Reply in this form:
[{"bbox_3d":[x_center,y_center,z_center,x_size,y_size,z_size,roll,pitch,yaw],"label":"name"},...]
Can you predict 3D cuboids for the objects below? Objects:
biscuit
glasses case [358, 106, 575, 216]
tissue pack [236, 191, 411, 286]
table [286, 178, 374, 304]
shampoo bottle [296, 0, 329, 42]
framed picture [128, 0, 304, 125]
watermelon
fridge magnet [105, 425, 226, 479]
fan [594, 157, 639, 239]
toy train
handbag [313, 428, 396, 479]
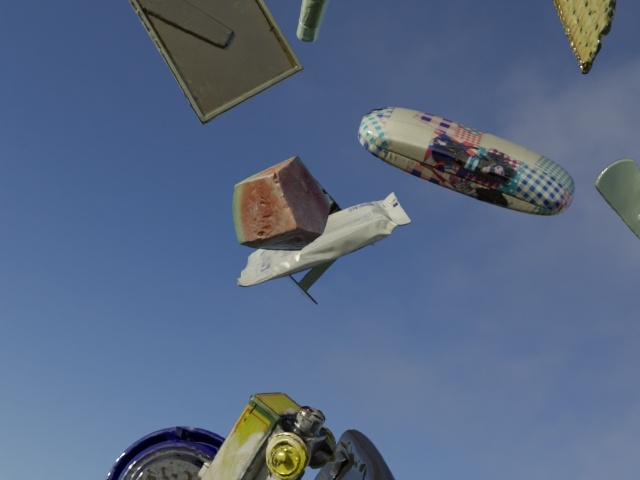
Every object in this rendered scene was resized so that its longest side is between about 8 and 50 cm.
[{"bbox_3d":[0.362,-0.339,1.451,0.016,0.203,0.144,10,-48,-16],"label":"biscuit"},{"bbox_3d":[0.214,-0.118,1.579,0.327,0.125,0.076,20,-57,6],"label":"glasses case"},{"bbox_3d":[0.000,0.000,1.171,0.122,0.193,0.026,-106,173,-75],"label":"tissue pack"},{"bbox_3d":[-0.019,-0.003,1.841,0.175,0.146,0.062,47,-8,-21],"label":"table"},{"bbox_3d":[-0.003,-0.380,1.616,0.041,0.069,0.190,-13,-34,-23],"label":"shampoo bottle"},{"bbox_3d":[-0.207,-0.407,2.065,0.315,0.232,0.024,60,-10,2],"label":"framed picture"},{"bbox_3d":[-0.039,-0.027,0.976,0.084,0.092,0.072,51,1,-2],"label":"watermelon"},{"bbox_3d":[-0.231,0.432,1.754,0.265,0.265,0.112,18,-21,11],"label":"fridge magnet"},{"bbox_3d":[0.430,0.023,1.295,0.282,0.057,0.023,54,3,1],"label":"fan"},{"bbox_3d":[-0.066,0.195,0.770,0.081,0.202,0.060,36,11,24],"label":"toy train"},{"bbox_3d":[0.027,0.409,1.502,0.088,0.244,0.275,30,4,-12],"label":"handbag"}]
